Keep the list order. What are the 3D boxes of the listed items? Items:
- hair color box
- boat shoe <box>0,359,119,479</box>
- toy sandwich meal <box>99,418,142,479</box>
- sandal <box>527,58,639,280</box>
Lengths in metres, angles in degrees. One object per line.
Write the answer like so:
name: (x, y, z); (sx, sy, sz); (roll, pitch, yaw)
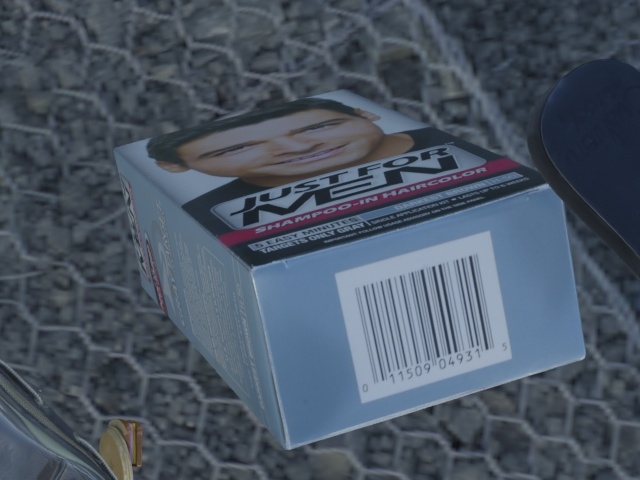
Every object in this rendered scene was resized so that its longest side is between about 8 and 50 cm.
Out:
hair color box: (0.000, 0.000, 1.088); (0.185, 0.374, 0.113); (-15, 106, -15)
boat shoe: (-0.294, 0.151, 1.367); (0.355, 0.130, 0.132); (44, 92, 8)
toy sandwich meal: (-0.193, 0.216, 1.670); (0.029, 0.085, 0.085); (-9, 94, -27)
sandal: (0.209, 0.011, 0.845); (0.254, 0.054, 0.097); (39, 74, -5)
